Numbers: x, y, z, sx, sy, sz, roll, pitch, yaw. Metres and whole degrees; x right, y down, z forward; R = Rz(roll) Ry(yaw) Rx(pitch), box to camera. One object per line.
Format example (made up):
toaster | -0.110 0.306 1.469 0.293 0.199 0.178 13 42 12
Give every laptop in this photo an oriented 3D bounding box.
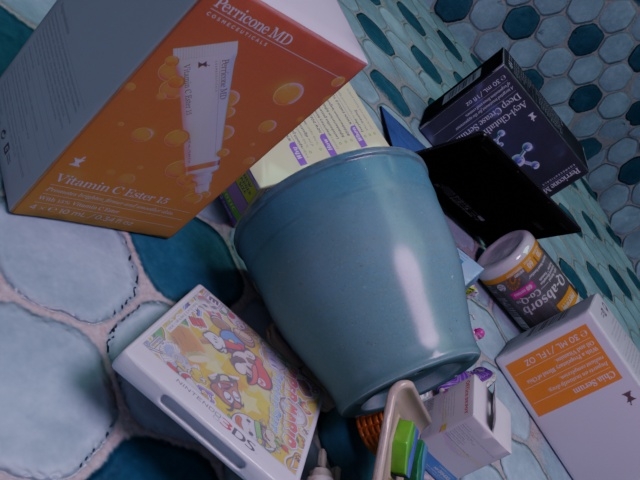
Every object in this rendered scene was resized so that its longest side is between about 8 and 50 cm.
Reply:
laptop | 0.373 -0.183 1.638 0.382 0.407 0.236 35 63 -29

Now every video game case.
video game case | -0.091 0.149 0.712 0.206 0.026 0.227 41 14 -2

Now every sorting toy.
sorting toy | 0.086 0.277 0.738 0.193 0.038 0.208 61 43 -58

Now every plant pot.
plant pot | 0.060 0.068 0.833 0.271 0.271 0.255 10 51 -52

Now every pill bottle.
pill bottle | 0.508 0.123 1.589 0.278 0.162 0.162 47 29 -11

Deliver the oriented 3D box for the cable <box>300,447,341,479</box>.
cable | -0.011 0.344 0.655 0.139 0.072 0.287 33 33 -39

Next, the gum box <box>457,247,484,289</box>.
gum box | 0.168 0.052 1.160 0.157 0.041 0.184 42 50 21

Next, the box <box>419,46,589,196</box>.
box | 0.529 -0.296 1.946 0.395 0.293 0.212 46 29 -12

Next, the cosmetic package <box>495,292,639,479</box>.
cosmetic package | 0.591 0.366 1.374 0.453 0.230 0.161 57 29 8

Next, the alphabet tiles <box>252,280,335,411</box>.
alphabet tiles | 0.019 0.129 0.998 0.278 0.021 0.284 52 29 -2

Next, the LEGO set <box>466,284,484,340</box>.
LEGO set | 0.218 0.142 1.189 0.132 0.107 0.287 59 29 11

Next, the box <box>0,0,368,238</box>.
box | -0.162 -0.172 0.717 0.215 0.345 0.168 12 49 -50

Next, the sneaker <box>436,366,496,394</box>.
sneaker | 0.252 0.243 1.175 0.170 0.068 0.071 -4 56 -57

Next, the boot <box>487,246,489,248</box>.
boot | 0.484 0.008 1.803 0.121 0.045 0.099 28 34 -26

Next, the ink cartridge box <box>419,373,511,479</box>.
ink cartridge box | 0.212 0.276 0.991 0.090 0.143 0.092 46 29 -13

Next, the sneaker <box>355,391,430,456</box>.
sneaker | 0.124 0.211 0.965 0.121 0.099 0.262 53 31 -30

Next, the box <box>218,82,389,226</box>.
box | -0.060 -0.166 1.008 0.243 0.117 0.214 -21 75 -34
